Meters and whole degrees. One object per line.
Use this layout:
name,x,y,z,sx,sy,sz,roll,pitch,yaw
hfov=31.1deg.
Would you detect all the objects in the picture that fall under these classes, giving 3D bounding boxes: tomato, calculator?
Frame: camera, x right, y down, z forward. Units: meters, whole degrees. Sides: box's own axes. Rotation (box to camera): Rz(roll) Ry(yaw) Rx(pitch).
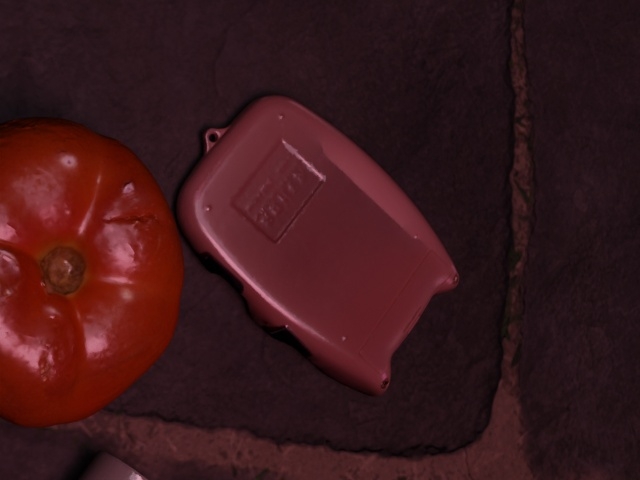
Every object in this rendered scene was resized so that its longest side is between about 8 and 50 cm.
tomato,-0.238,0.025,0.976,0.260,0.180,0.259,1,88,-32
calculator,0.000,0.000,1.188,0.330,0.048,0.220,43,70,-18

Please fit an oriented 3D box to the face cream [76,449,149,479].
face cream,-0.240,0.310,1.019,0.077,0.077,0.250,42,67,-21
